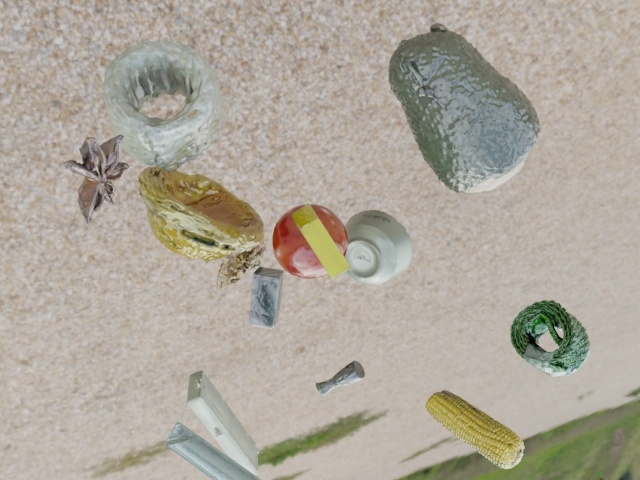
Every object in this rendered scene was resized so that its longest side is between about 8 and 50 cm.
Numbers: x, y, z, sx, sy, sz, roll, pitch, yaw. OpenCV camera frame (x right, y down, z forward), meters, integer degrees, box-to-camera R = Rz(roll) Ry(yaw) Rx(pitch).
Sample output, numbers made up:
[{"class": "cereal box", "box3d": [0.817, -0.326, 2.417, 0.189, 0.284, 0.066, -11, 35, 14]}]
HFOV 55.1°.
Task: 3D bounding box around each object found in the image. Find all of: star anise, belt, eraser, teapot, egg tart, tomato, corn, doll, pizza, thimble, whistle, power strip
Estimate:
[{"class": "star anise", "box3d": [-0.493, -0.151, 1.362, 0.208, 0.063, 0.172, 94, 23, -50]}, {"class": "belt", "box3d": [0.428, 0.186, 1.132, 0.079, 0.151, 0.121, 38, 104, -27]}, {"class": "eraser", "box3d": [0.000, 0.000, 1.154, 0.045, 0.097, 0.122, -32, 111, 0]}, {"class": "teapot", "box3d": [0.041, 0.299, 1.321, 0.110, 0.043, 0.043, -33, 153, 25]}, {"class": "egg tart", "box3d": [-0.344, -0.065, 1.708, 0.388, 0.388, 0.169, 7, 121, -47]}, {"class": "tomato", "box3d": [-0.026, 0.005, 1.502, 0.195, 0.195, 0.136, -17, 139, -14]}, {"class": "corn", "box3d": [0.296, 0.360, 1.184, 0.072, 0.203, 0.072, -30, 134, -36]}, {"class": "doll", "box3d": [0.280, -0.268, 1.241, 0.247, 0.349, 0.247, -41, -167, 11]}, {"class": "pizza", "box3d": [-0.254, 0.061, 2.011, 0.226, 0.069, 0.147, -40, 143, -39]}, {"class": "thimble", "box3d": [-0.394, -0.335, 1.540, 0.291, 0.291, 0.195, -19, 161, -10]}, {"class": "whistle", "box3d": [-0.214, 0.516, 1.374, 0.062, 0.312, 0.062, -54, 164, -23]}, {"class": "power strip", "box3d": [-0.253, 0.500, 1.641, 0.043, 0.106, 0.367, -22, 121, 7]}]

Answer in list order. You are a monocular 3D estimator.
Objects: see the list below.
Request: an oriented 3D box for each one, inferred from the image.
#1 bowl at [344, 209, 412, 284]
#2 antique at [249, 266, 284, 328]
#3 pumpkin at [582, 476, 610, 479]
[{"class": "bowl", "box3d": [0.131, 0.033, 1.658, 0.211, 0.211, 0.112, -44, 177, 35]}, {"class": "antique", "box3d": [-0.172, 0.185, 1.945, 0.086, 0.183, 0.088, 8, -164, 6]}, {"class": "pumpkin", "box3d": [0.655, 0.573, 1.413, 0.074, 0.054, 0.083, 1, 173, -11]}]
